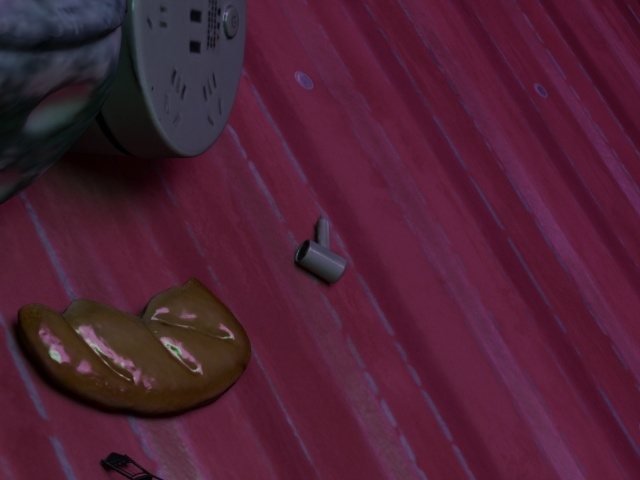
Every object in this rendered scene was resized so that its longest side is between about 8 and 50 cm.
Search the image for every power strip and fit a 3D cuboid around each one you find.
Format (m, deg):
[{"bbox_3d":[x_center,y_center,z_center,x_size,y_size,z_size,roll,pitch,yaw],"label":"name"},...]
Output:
[{"bbox_3d":[-0.216,-0.263,1.690,0.357,0.161,0.358,4,90,-72],"label":"power strip"}]

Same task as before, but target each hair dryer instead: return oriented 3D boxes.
[{"bbox_3d":[0.000,0.000,1.940,0.063,0.038,0.124,31,32,-23],"label":"hair dryer"}]

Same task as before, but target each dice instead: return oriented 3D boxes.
[{"bbox_3d":[-0.416,-0.210,1.421,0.330,0.348,0.328,56,33,10],"label":"dice"}]

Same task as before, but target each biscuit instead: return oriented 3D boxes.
[{"bbox_3d":[-0.190,0.121,1.601,0.299,0.045,0.154,-9,64,-50],"label":"biscuit"}]

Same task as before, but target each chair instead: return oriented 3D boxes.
[{"bbox_3d":[-0.187,0.252,1.484,0.086,0.042,0.037,24,18,35],"label":"chair"}]
